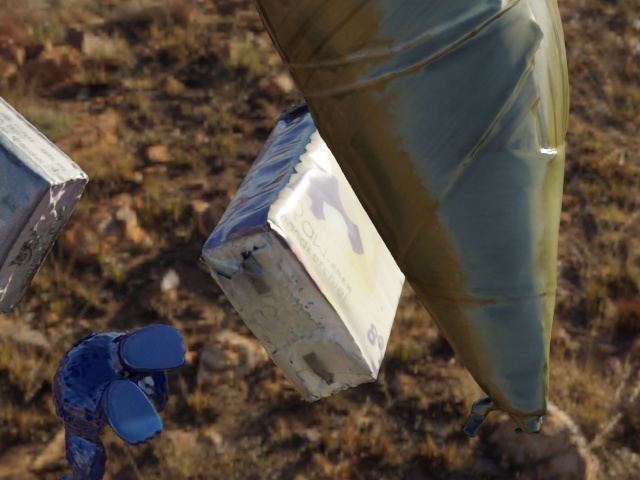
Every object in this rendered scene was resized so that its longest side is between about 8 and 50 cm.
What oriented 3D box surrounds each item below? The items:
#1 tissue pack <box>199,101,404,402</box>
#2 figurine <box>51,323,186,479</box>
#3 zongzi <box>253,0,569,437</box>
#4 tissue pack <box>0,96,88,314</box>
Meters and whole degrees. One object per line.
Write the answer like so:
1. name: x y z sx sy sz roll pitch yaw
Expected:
1. tissue pack: 0.000 0.000 1.356 0.125 0.242 0.343 -23 24 25
2. figurine: -0.235 0.166 1.205 0.121 0.262 0.164 34 50 -10
3. zongzi: 0.102 -0.124 0.782 0.182 0.418 0.447 -17 5 21
4. tissue pack: -0.575 -0.104 1.710 0.394 0.288 0.124 41 27 14
